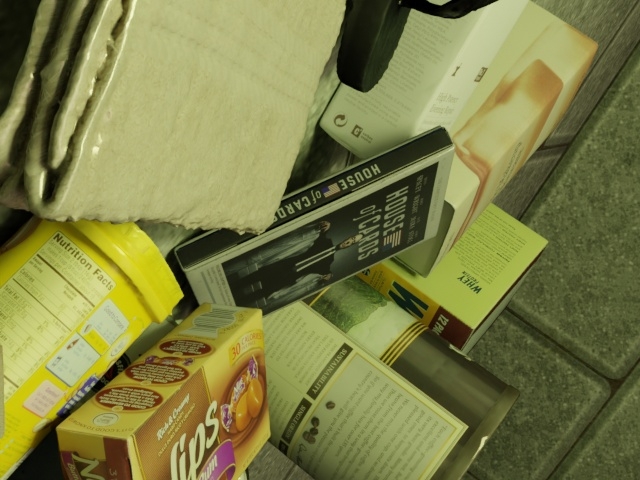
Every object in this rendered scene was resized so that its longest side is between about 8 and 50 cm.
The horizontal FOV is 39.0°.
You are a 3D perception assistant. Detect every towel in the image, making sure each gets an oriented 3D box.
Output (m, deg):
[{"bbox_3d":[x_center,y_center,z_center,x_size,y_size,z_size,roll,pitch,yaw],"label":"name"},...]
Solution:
[{"bbox_3d":[-0.058,-0.095,0.466,0.282,0.049,0.187,6,104,-74],"label":"towel"}]

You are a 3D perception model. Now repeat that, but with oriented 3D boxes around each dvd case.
[{"bbox_3d":[0.000,0.000,0.783,0.238,0.030,0.179,-25,158,-8],"label":"dvd case"}]

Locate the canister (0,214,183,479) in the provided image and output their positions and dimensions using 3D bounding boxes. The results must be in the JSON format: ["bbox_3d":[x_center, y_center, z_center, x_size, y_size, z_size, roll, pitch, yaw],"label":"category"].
[{"bbox_3d":[-0.166,0.059,0.509,0.170,0.073,0.126,-48,164,-16],"label":"canister"}]

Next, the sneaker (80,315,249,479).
[{"bbox_3d":[-0.104,0.144,0.782,0.146,0.122,0.330,-55,162,-9],"label":"sneaker"}]

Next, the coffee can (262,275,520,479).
[{"bbox_3d":[0.037,0.157,0.944,0.201,0.275,0.201,-49,165,-18],"label":"coffee can"}]

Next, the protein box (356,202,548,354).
[{"bbox_3d":[0.127,0.037,1.097,0.201,0.199,0.136,-40,159,-42],"label":"protein box"}]

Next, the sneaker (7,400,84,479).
[{"bbox_3d":[-0.257,0.247,0.545,0.350,0.131,0.148,-58,159,2],"label":"sneaker"}]

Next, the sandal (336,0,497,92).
[{"bbox_3d":[0.123,-0.259,0.550,0.446,0.107,0.167,-64,176,39],"label":"sandal"}]

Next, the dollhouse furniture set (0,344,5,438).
[{"bbox_3d":[-0.214,0.170,0.352,0.161,0.212,0.242,-24,118,-65],"label":"dollhouse furniture set"}]

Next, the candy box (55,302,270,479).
[{"bbox_3d":[-0.093,0.126,0.592,0.186,0.053,0.109,-45,135,-64],"label":"candy box"}]

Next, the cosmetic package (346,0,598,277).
[{"bbox_3d":[0.163,-0.122,0.998,0.296,0.129,0.153,-46,164,-27],"label":"cosmetic package"}]

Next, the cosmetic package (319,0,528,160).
[{"bbox_3d":[0.104,-0.177,0.789,0.231,0.085,0.117,-58,164,20],"label":"cosmetic package"}]
